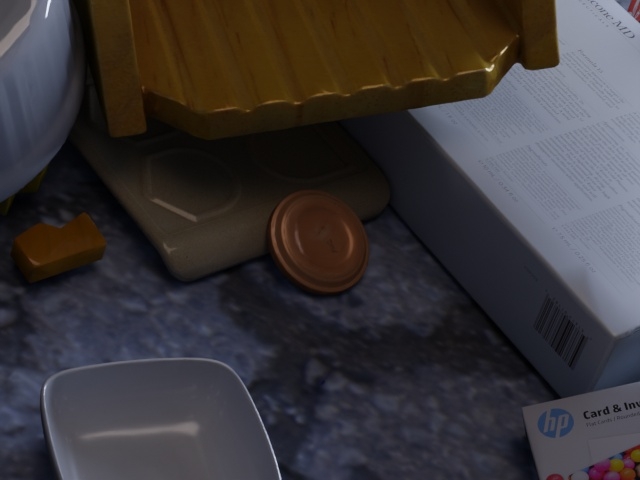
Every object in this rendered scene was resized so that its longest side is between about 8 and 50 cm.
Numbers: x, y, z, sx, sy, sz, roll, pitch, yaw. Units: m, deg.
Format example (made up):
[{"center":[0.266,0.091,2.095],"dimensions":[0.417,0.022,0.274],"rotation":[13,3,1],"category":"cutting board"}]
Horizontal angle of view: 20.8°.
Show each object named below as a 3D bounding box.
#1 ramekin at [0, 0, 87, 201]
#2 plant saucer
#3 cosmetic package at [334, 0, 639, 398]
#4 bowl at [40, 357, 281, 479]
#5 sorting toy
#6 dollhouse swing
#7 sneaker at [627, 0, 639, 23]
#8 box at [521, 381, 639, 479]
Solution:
[{"center":[-0.303,-0.155,1.209],"dimensions":[0.277,0.135,0.277],"rotation":[2,64,-4],"category":"ramekin"},{"center":[0.000,0.000,1.301],"dimensions":[0.083,0.013,0.083],"rotation":[12,64,-25],"category":"plant saucer"},{"center":[0.202,-0.062,1.401],"dimensions":[0.284,0.097,0.377],"rotation":[-19,54,-31],"category":"cosmetic package"},{"center":[-0.104,0.144,1.108],"dimensions":[0.142,0.053,0.142],"rotation":[-4,48,-23],"category":"bowl"},{"center":[-0.125,-0.064,1.332],"dimensions":[0.307,0.041,0.229],"rotation":[-19,59,-34],"category":"sorting toy"},{"center":[-0.019,-0.299,1.297],"dimensions":[0.347,0.305,0.315],"rotation":[-9,38,-11],"category":"dollhouse swing"},{"center":[0.437,-0.180,1.596],"dimensions":[0.350,0.131,0.148],"rotation":[7,26,-25],"category":"sneaker"},{"center":[0.224,0.178,1.165],"dimensions":[0.145,0.038,0.186],"rotation":[-12,45,3],"category":"box"}]
